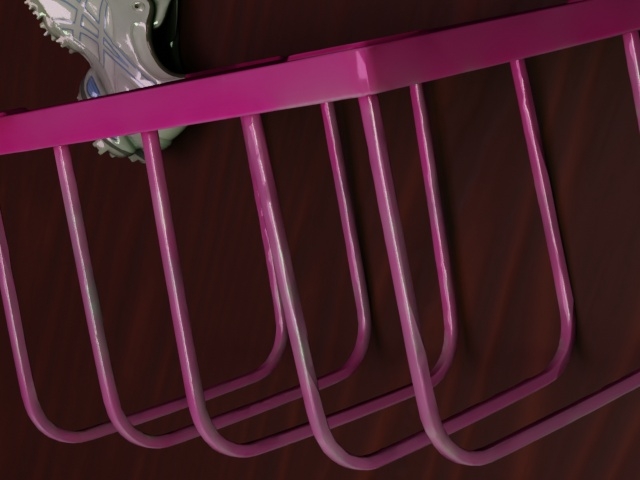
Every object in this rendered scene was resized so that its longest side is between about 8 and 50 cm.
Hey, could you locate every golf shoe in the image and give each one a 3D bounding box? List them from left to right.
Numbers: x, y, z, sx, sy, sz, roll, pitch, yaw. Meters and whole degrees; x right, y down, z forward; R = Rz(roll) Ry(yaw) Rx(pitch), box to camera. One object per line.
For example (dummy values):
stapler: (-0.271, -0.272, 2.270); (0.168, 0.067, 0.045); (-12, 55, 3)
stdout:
golf shoe: (-0.122, -0.136, 0.963); (0.086, 0.069, 0.176); (-35, 76, 23)

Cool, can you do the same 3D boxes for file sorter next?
file sorter: (0.000, 0.000, 0.763); (0.290, 0.202, 0.182); (-4, 100, 46)
